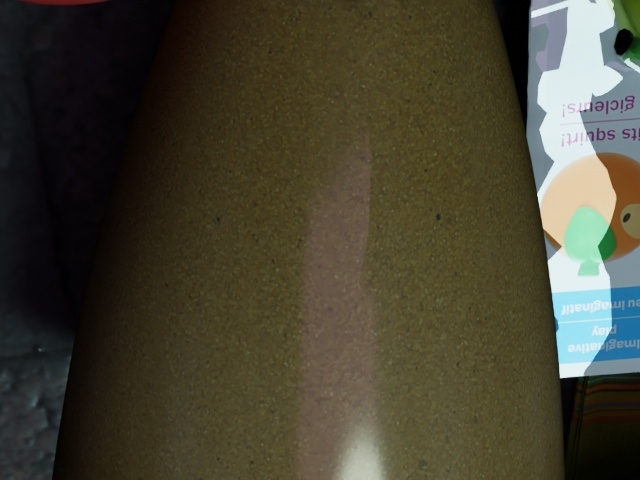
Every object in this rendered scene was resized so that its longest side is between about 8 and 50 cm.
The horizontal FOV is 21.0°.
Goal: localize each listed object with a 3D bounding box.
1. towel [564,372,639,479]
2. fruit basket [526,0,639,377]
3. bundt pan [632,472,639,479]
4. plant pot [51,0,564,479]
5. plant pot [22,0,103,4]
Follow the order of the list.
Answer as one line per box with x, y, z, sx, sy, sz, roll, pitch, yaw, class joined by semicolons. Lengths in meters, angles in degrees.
0.185;0.129;0.956;0.102;0.021;0.237;1;114;-8;towel
0.253;-0.101;0.775;0.327;0.165;0.353;-4;109;-6;fruit basket
0.196;0.255;0.940;0.331;0.124;0.331;-5;116;-10;bundt pan
0.000;0.000;0.752;0.237;0.237;0.254;-1;114;-8;plant pot
-0.102;-0.192;0.689;0.191;0.174;0.191;-4;116;-9;plant pot
